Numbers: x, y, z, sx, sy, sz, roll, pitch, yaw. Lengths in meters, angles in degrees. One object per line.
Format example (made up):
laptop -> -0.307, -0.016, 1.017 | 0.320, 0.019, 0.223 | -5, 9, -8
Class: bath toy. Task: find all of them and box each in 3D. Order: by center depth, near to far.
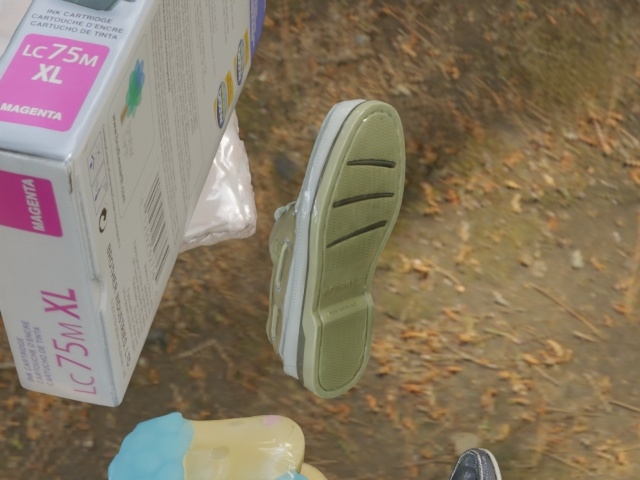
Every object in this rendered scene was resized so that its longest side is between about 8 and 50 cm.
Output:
bath toy -> -0.032, 0.238, 0.774 | 0.129, 0.348, 0.151 | 14, 51, 20

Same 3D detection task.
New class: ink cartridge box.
ink cartridge box -> -0.089, -0.092, 0.702 | 0.065, 0.185, 0.311 | 13, 51, 9

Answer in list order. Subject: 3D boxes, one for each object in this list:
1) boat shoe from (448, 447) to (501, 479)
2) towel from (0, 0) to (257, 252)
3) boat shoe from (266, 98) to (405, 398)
boat shoe -> 0.150, 0.323, 1.518 | 0.075, 0.065, 0.206 | -15, 51, 50
towel -> -0.226, -0.122, 0.948 | 0.317, 0.053, 0.331 | -16, 80, 8
boat shoe -> 0.000, 0.000, 1.308 | 0.103, 0.113, 0.302 | 30, 118, 42
